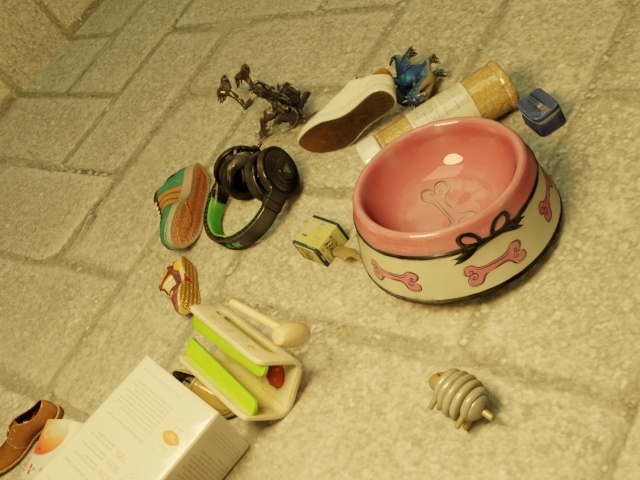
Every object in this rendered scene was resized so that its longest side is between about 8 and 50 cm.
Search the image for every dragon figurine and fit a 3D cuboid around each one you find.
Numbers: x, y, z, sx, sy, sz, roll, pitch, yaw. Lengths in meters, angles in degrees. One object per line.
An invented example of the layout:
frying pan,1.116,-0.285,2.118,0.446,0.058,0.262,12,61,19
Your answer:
dragon figurine,0.206,-0.386,1.984,0.144,0.085,0.289,-44,42,-9

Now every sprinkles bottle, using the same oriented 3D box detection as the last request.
sprinkles bottle,0.252,-0.250,1.793,0.355,0.121,0.121,-32,40,7

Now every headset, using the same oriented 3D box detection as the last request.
headset,-0.172,-0.176,1.973,0.243,0.185,0.394,10,72,49

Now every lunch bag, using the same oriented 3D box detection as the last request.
lunch bag,0.455,-0.272,1.710,0.067,0.065,0.098,-36,40,2

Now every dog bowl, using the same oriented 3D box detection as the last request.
dog bowl,0.243,-0.078,1.582,0.408,0.150,0.408,-17,40,15

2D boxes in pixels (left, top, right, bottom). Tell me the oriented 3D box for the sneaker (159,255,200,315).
sneaker,-0.335,0.121,1.924,0.084,0.069,0.185,-34,33,18

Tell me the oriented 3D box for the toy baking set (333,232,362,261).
toy baking set,0.158,0.007,1.695,0.256,0.030,0.196,-28,35,2

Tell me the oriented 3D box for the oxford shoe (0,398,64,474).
oxford shoe,-0.687,0.441,1.866,0.212,0.076,0.076,-47,43,-8

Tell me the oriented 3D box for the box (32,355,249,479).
box,-0.338,0.426,1.508,0.215,0.168,0.345,30,69,34

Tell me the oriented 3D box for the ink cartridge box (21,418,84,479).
ink cartridge box,-0.545,0.458,1.770,0.179,0.045,0.145,-10,48,33

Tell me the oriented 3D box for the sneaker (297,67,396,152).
sneaker,0.067,-0.312,1.981,0.290,0.106,0.123,-27,40,32

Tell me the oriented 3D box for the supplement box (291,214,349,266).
supplement box,0.000,0.000,1.792,0.083,0.056,0.083,20,66,45

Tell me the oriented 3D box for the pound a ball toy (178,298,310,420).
pound a ball toy,-0.131,0.205,1.608,0.319,0.136,0.208,28,107,47

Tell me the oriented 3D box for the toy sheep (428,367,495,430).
toy sheep,0.233,0.261,1.358,0.132,0.091,0.091,32,74,34

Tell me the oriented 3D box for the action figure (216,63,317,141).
action figure,-0.131,-0.356,2.170,0.276,0.141,0.164,33,65,21

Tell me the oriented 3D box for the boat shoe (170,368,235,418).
boat shoe,-0.239,0.305,1.666,0.190,0.072,0.068,10,59,41

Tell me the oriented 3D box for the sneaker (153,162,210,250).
sneaker,-0.370,-0.074,2.104,0.121,0.108,0.302,-19,35,22
